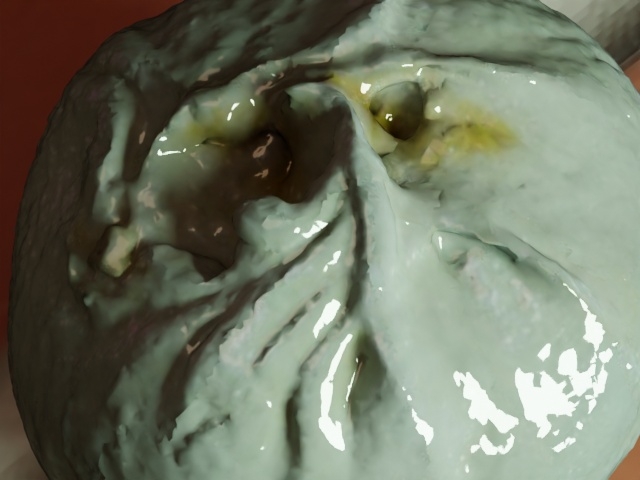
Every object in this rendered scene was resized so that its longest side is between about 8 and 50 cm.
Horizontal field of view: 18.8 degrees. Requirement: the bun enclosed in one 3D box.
[{"bbox_3d":[0.000,0.000,0.378,0.140,0.083,0.141,-9,58,14],"label":"bun"}]
